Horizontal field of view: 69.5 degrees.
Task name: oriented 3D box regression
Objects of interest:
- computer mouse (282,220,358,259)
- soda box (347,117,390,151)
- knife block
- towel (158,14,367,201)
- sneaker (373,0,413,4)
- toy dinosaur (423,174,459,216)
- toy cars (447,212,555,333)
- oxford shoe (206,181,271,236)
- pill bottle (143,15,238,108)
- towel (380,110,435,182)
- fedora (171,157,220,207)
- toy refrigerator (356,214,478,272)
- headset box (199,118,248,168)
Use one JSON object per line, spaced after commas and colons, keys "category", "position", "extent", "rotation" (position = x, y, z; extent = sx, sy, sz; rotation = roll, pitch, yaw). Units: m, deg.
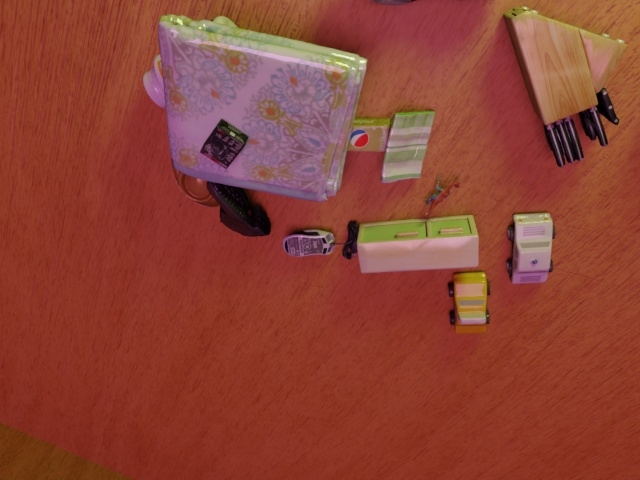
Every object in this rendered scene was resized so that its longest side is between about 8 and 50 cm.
{"category": "computer mouse", "position": [0.000, 0.000, 1.165], "extent": [0.192, 0.042, 0.106], "rotation": [0, 126, 4]}
{"category": "soda box", "position": [0.060, -0.231, 0.999], "extent": [0.181, 0.061, 0.058], "rotation": [4, 123, 8]}
{"category": "knife block", "position": [0.439, -0.282, 0.885], "extent": [0.275, 0.088, 0.242], "rotation": [18, 122, -2]}
{"category": "towel", "position": [-0.118, -0.242, 0.908], "extent": [0.374, 0.090, 0.321], "rotation": [11, 134, -3]}
{"category": "sneaker", "position": [0.180, -0.500, 0.804], "extent": [0.304, 0.114, 0.152], "rotation": [0, 107, 5]}
{"category": "toy dinosaur", "position": [0.277, -0.099, 1.040], "extent": [0.047, 0.090, 0.082], "rotation": [21, 156, -21]}
{"category": "toy cars", "position": [0.437, 0.106, 1.121], "extent": [0.176, 0.087, 0.394], "rotation": [31, 121, -9]}
{"category": "oxford shoe", "position": [-0.211, -0.070, 1.095], "extent": [0.096, 0.083, 0.227], "rotation": [-10, 143, 20]}
{"category": "pill bottle", "position": [-0.255, -0.355, 0.948], "extent": [0.214, 0.117, 0.117], "rotation": [-20, 115, 21]}
{"category": "towel", "position": [0.187, -0.198, 0.983], "extent": [0.113, 0.023, 0.152], "rotation": [-14, 129, -30]}
{"category": "fedora", "position": [-0.281, -0.155, 1.096], "extent": [0.194, 0.079, 0.195], "rotation": [4, 121, 7]}
{"category": "toy refrigerator", "position": [0.226, 0.005, 1.090], "extent": [0.269, 0.102, 0.094], "rotation": [-3, 120, 13]}
{"category": "headset box", "position": [-0.188, -0.182, 0.891], "extent": [0.062, 0.032, 0.083], "rotation": [31, 131, -21]}
